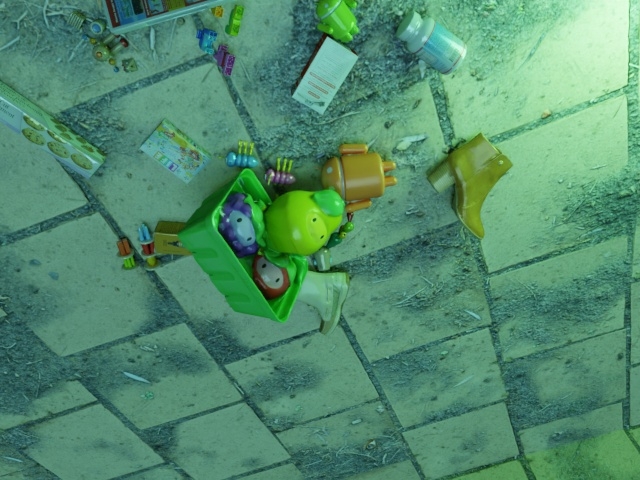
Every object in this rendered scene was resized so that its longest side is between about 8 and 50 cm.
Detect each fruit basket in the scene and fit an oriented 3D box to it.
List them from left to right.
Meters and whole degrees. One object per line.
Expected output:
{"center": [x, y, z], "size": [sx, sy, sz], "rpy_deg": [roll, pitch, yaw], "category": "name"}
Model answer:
{"center": [-0.119, -0.001, 1.242], "size": [0.392, 0.283, 0.392], "rpy_deg": [10, 132, 12], "category": "fruit basket"}

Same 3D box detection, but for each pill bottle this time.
{"center": [0.263, -0.473, 1.134], "size": [0.160, 0.087, 0.087], "rpy_deg": [26, 119, -21], "category": "pill bottle"}

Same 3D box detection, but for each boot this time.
{"center": [-0.029, 0.203, 1.578], "size": [0.204, 0.095, 0.261], "rpy_deg": [9, 126, -10], "category": "boot"}
{"center": [0.468, -0.150, 1.373], "size": [0.211, 0.104, 0.295], "rpy_deg": [-36, 117, 19], "category": "boot"}

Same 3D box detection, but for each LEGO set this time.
{"center": [-0.233, -0.506, 1.073], "size": [0.087, 0.093, 0.227], "rpy_deg": [-4, 127, -42], "category": "LEGO set"}

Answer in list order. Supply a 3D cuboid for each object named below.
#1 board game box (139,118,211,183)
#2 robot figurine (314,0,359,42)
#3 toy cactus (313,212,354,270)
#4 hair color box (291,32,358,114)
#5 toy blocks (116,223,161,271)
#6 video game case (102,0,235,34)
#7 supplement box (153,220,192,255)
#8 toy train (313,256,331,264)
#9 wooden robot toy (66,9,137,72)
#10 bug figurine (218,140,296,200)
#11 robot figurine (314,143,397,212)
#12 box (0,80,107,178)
{"center": [-0.387, -0.237, 1.274], "size": [0.103, 0.026, 0.154], "rpy_deg": [-40, 119, 21], "category": "board game box"}
{"center": [0.037, -0.514, 1.095], "size": [0.101, 0.067, 0.115], "rpy_deg": [-49, 119, -6], "category": "robot figurine"}
{"center": [0.000, 0.000, 1.408], "size": [0.219, 0.112, 0.180], "rpy_deg": [-9, 96, 7], "category": "toy cactus"}
{"center": [0.007, -0.410, 1.175], "size": [0.093, 0.053, 0.167], "rpy_deg": [25, 118, -22], "category": "hair color box"}
{"center": [-0.552, 0.020, 1.422], "size": [0.123, 0.054, 0.148], "rpy_deg": [-3, 125, -4], "category": "toy blocks"}
{"center": [-0.325, -0.566, 0.987], "size": [0.285, 0.025, 0.204], "rpy_deg": [-14, 93, 4], "category": "video game case"}
{"center": [-0.369, -0.003, 1.411], "size": [0.234, 0.080, 0.078], "rpy_deg": [4, 124, -10], "category": "supplement box"}
{"center": [-0.047, 0.053, 1.499], "size": [0.166, 0.046, 0.125], "rpy_deg": [-5, 125, -3], "category": "toy train"}
{"center": [-0.496, -0.445, 1.084], "size": [0.076, 0.079, 0.173], "rpy_deg": [-31, 123, 16], "category": "wooden robot toy"}
{"center": [-0.179, -0.134, 1.339], "size": [0.216, 0.072, 0.278], "rpy_deg": [3, 124, -8], "category": "bug figurine"}
{"center": [0.096, -0.171, 1.305], "size": [0.220, 0.128, 0.158], "rpy_deg": [-6, 138, -1], "category": "robot figurine"}
{"center": [-0.702, -0.281, 1.190], "size": [0.067, 0.063, 0.324], "rpy_deg": [-41, 119, 20], "category": "box"}
